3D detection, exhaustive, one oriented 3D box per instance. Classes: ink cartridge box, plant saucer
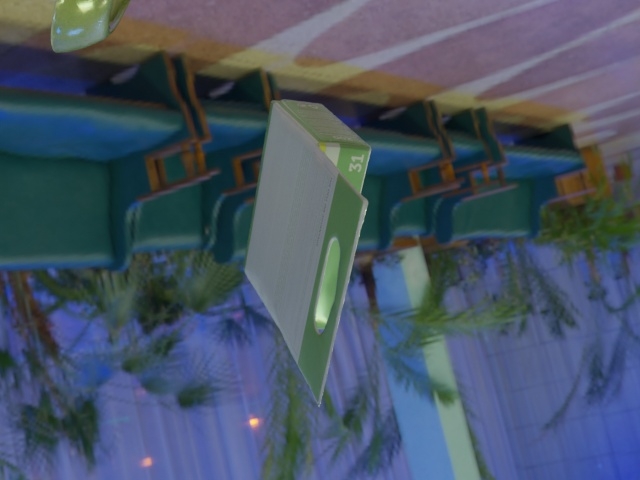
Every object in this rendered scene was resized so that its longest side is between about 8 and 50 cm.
[{"bbox_3d":[0.000,0.000,0.774,0.056,0.171,0.235,2,-156,-23],"label":"ink cartridge box"},{"bbox_3d":[-0.154,-0.257,0.763,0.037,0.241,0.241,21,164,-10],"label":"plant saucer"}]
